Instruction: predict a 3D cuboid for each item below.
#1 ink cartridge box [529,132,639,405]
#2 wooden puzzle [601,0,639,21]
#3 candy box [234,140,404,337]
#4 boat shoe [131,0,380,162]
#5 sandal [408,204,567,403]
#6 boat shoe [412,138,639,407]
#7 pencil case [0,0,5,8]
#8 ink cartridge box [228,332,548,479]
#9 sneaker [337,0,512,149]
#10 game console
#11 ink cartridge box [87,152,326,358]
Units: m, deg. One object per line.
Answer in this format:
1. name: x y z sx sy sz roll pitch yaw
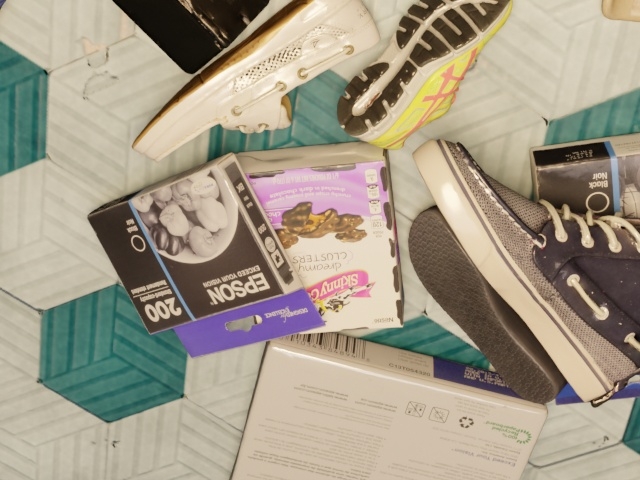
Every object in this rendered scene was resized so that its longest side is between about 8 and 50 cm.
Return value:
1. ink cartridge box: 0.324 0.050 1.198 0.165 0.065 0.332 -9 116 7
2. wooden puzzle: 0.397 -0.301 1.032 0.239 0.044 0.220 5 116 1
3. candy box: 0.000 0.000 1.190 0.165 0.070 0.196 -5 115 7
4. boat shoe: -0.064 -0.148 1.108 0.277 0.098 0.096 -33 108 17
5. sandal: 0.182 0.065 1.211 0.254 0.054 0.097 55 148 -12
6. boat shoe: 0.241 0.001 1.090 0.158 0.127 0.340 -35 116 13
7. pencil case: -0.439 -0.172 1.112 0.133 0.119 0.306 45 113 6
8. ink cartridge box: 0.062 0.275 1.322 0.324 0.071 0.330 14 119 -4
9. sneaker: 0.111 -0.172 1.105 0.208 0.081 0.094 -42 144 9
10. game console: -0.132 -0.246 1.113 0.122 0.071 0.107 44 81 -17
11. ink cartridge box: -0.124 0.031 1.173 0.206 0.045 0.208 -18 107 37
